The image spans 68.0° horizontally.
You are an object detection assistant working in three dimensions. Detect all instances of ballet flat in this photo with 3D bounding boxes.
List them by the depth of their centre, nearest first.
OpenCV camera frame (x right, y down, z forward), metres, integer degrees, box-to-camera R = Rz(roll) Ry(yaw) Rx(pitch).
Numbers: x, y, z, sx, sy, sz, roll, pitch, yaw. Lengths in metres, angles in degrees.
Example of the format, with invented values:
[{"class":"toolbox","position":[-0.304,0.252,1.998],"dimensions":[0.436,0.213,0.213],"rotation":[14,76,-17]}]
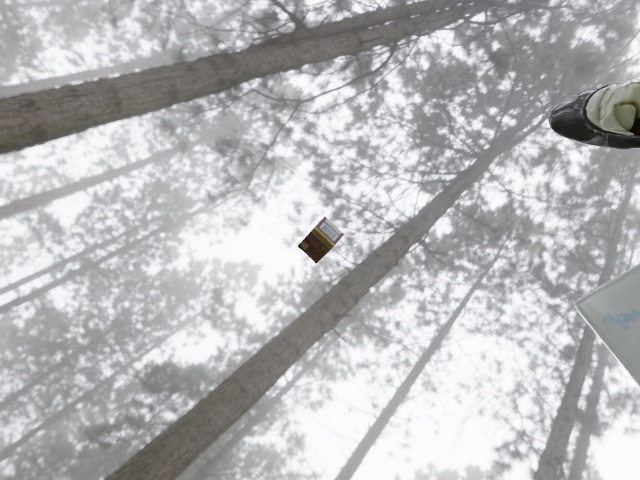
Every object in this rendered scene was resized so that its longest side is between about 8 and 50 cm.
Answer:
[{"class":"ballet flat","position":[0.319,-0.120,0.443],"dimensions":[0.203,0.074,0.074],"rotation":[21,-53,35]}]

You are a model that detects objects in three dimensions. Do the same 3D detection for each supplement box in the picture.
[{"class":"supplement box","position":[0.000,0.000,0.929],"dimensions":[0.055,0.043,0.083],"rotation":[43,-38,-2]}]

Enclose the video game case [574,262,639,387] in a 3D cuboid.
[{"class":"video game case","position":[0.270,0.050,0.292],"dimensions":[0.157,0.143,0.019],"rotation":[-37,-54,17]}]
